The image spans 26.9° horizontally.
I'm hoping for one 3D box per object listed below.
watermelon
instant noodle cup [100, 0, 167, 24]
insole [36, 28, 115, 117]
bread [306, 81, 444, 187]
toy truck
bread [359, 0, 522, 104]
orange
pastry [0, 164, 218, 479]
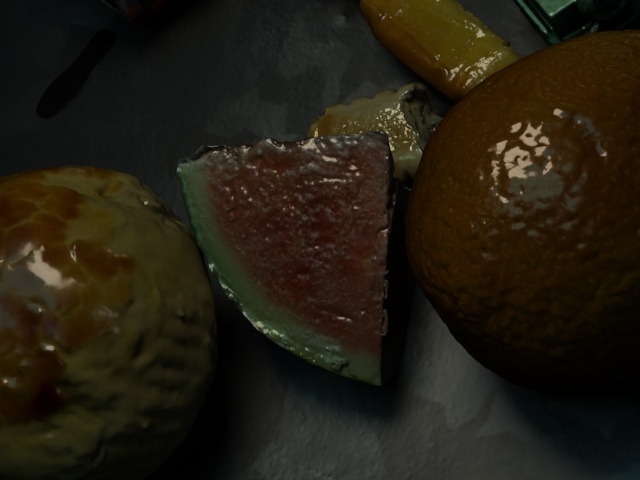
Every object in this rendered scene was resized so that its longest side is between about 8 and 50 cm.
[{"bbox_3d":[0.000,0.000,1.433,0.232,0.193,0.310,-44,64,-6],"label":"watermelon"},{"bbox_3d":[-0.245,-0.428,1.725,0.214,0.296,0.296,-47,57,8],"label":"instant noodle cup"},{"bbox_3d":[-0.330,-0.225,1.809,0.053,0.002,0.153,30,80,32],"label":"insole"},{"bbox_3d":[0.070,-0.111,1.531,0.177,0.084,0.119,-10,75,19],"label":"bread"},{"bbox_3d":[0.343,-0.325,1.480,0.279,0.156,0.155,-34,57,4],"label":"toy truck"},{"bbox_3d":[0.140,-0.223,1.549,0.094,0.102,0.245,-45,59,1],"label":"bread"},{"bbox_3d":[0.254,-0.035,1.280,0.322,0.322,0.357,35,77,32],"label":"orange"},{"bbox_3d":[-0.304,0.098,1.427,0.388,0.312,0.389,-19,62,41],"label":"pastry"}]
